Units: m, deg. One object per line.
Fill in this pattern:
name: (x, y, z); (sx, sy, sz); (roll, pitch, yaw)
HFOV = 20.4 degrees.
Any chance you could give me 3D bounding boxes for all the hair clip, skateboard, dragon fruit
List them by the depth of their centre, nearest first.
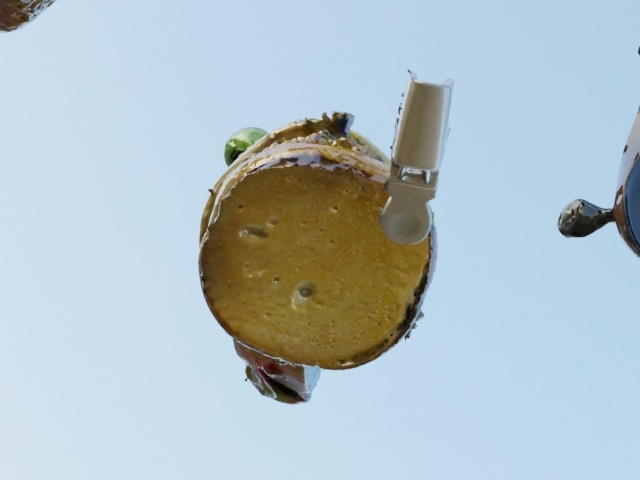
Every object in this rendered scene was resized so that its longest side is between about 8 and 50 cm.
skateboard: (0.177, -0.055, 0.839); (0.067, 0.151, 0.080); (27, -15, -24)
hair clip: (0.056, -0.046, 1.042); (0.034, 0.072, 0.226); (10, -7, 2)
dragon fruit: (-0.024, 0.025, 1.766); (0.130, 0.268, 0.295); (2, -55, 15)

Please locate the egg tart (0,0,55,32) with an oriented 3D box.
egg tart: (-0.262, -0.267, 1.438); (0.203, 0.147, 0.202); (23, -29, 14)

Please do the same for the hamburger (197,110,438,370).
hamburger: (0.002, 0.008, 1.329); (0.191, 0.182, 0.118); (42, 17, -10)
